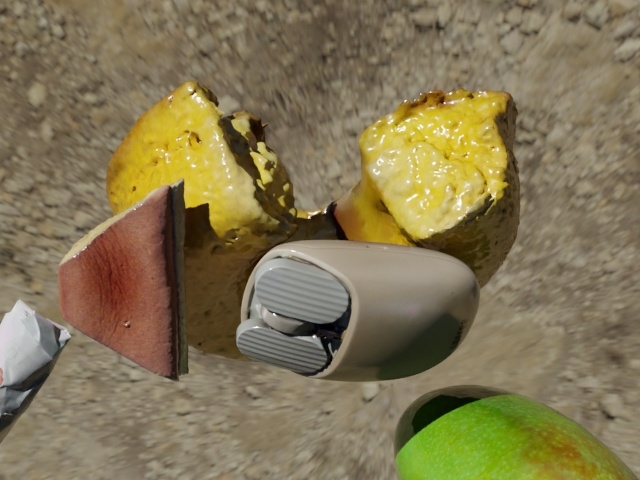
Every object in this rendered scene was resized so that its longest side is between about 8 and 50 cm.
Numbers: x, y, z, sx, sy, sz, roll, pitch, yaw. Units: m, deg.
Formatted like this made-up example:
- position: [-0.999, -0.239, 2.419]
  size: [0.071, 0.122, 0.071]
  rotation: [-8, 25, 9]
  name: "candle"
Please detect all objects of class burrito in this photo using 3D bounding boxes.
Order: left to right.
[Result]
- position: [-0.304, 0.147, 1.489]
  size: [0.064, 0.064, 0.203]
  rotation: [32, 107, 5]
  name: "burrito"

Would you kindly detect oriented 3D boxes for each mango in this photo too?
- position: [0.197, 0.260, 1.585]
  size: [0.225, 0.382, 0.201]
  rotation: [18, 98, -26]
  name: "mango"

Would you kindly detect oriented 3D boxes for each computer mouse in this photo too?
- position: [0.040, 0.069, 1.485]
  size: [0.237, 0.082, 0.145]
  rotation: [6, 128, -22]
  name: "computer mouse"

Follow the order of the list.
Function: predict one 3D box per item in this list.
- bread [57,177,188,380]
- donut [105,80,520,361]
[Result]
- position: [-0.180, 0.035, 1.439]
  size: [0.119, 0.067, 0.192]
  rotation: [1, 106, -5]
  name: "bread"
- position: [0.000, 0.000, 1.631]
  size: [0.435, 0.377, 0.163]
  rotation: [-4, 59, -12]
  name: "donut"
